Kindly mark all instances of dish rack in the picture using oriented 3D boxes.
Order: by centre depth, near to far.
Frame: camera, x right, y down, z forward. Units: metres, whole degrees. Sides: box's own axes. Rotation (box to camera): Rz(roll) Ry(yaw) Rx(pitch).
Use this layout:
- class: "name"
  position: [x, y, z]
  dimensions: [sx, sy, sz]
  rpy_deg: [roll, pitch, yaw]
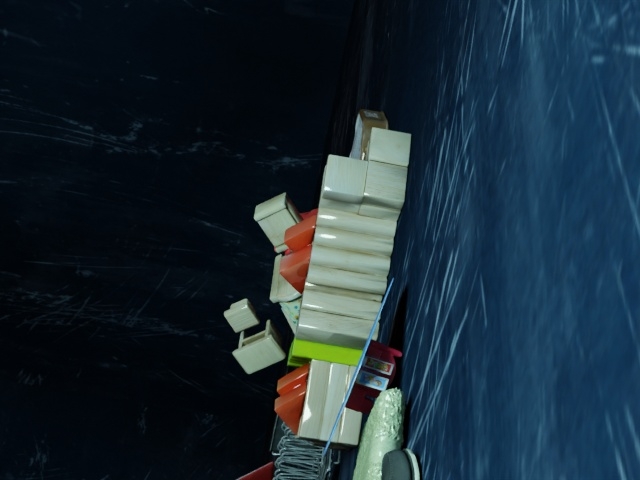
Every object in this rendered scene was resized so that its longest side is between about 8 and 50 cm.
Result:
- class: "dish rack"
  position: [-0.021, 0.264, 1.558]
  dimensions: [0.271, 0.074, 0.208]
  rpy_deg: [-85, 5, -55]

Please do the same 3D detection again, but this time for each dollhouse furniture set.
- class: "dollhouse furniture set"
  position: [-0.067, 0.069, 1.471]
  dimensions: [0.182, 0.161, 0.101]
  rpy_deg: [56, -161, -26]

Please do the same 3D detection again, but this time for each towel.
- class: "towel"
  position: [0.045, 0.189, 1.008]
  dimensions: [0.148, 0.027, 0.110]
  rpy_deg: [103, 177, -61]

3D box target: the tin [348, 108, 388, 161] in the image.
- class: "tin"
  position: [0.060, -0.115, 1.627]
  dimensions: [0.189, 0.040, 0.106]
  rpy_deg: [-93, 18, -77]

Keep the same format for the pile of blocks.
- class: "pile of blocks"
  position: [0.007, 0.053, 1.332]
  dimensions: [0.149, 0.113, 0.362]
  rpy_deg: [-100, 20, -80]

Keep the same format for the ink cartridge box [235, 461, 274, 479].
- class: "ink cartridge box"
  position: [-0.114, 0.441, 1.561]
  dimensions: [0.296, 0.066, 0.261]
  rpy_deg: [-9, -71, -65]

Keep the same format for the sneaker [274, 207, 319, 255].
- class: "sneaker"
  position: [0.000, 0.000, 1.569]
  dimensions: [0.279, 0.118, 0.107]
  rpy_deg: [109, 170, -71]

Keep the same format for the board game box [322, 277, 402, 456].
- class: "board game box"
  position: [0.047, 0.118, 1.097]
  dimensions: [0.168, 0.033, 0.133]
  rpy_deg: [-64, -5, -48]

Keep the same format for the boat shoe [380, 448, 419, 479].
- class: "boat shoe"
  position: [0.046, 0.192, 0.857]
  dimensions: [0.133, 0.042, 0.049]
  rpy_deg: [-82, 1, -53]
